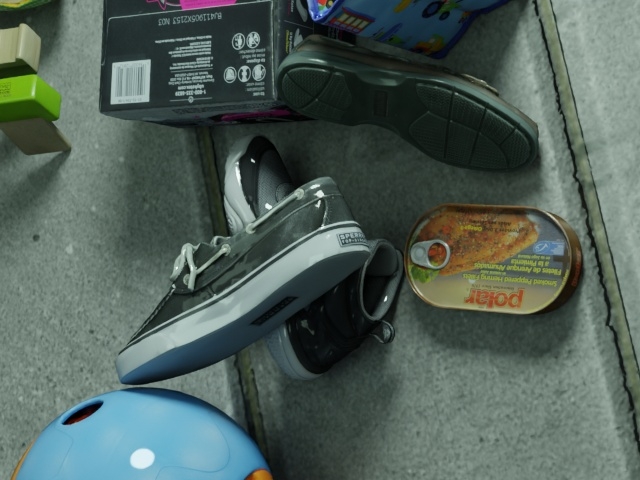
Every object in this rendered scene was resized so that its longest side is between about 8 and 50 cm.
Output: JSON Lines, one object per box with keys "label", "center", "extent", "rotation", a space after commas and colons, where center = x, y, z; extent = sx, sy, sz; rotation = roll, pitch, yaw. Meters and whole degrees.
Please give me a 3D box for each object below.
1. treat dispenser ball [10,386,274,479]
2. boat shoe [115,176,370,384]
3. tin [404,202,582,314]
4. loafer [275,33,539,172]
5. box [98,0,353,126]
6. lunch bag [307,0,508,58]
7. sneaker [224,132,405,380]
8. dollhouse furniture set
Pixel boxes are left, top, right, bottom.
{"label": "treat dispenser ball", "center": [-0.182, 0.294, 1.766], "extent": [0.288, 0.288, 0.288], "rotation": [-5, 82, 36]}
{"label": "boat shoe", "center": [-0.094, 0.041, 1.727], "extent": [0.306, 0.113, 0.105], "rotation": [-35, 67, 29]}
{"label": "tin", "center": [0.169, 0.020, 1.700], "extent": [0.190, 0.040, 0.106], "rotation": [4, 83, 36]}
{"label": "loafer", "center": [0.093, -0.148, 1.708], "extent": [0.268, 0.084, 0.096], "rotation": [18, 133, 5]}
{"label": "box", "center": [-0.100, -0.208, 1.856], "extent": [0.247, 0.142, 0.163], "rotation": [-1, 86, 37]}
{"label": "lunch bag", "center": [0.046, -0.348, 1.713], "extent": [0.138, 0.221, 0.293], "rotation": [-36, 67, 27]}
{"label": "sneaker", "center": [0.000, 0.000, 1.789], "extent": [0.153, 0.101, 0.268], "rotation": [-22, 78, 32]}
{"label": "dollhouse furniture set", "center": [-0.385, -0.251, 2.117], "extent": [0.198, 0.151, 0.301], "rotation": [-7, 62, 15]}
